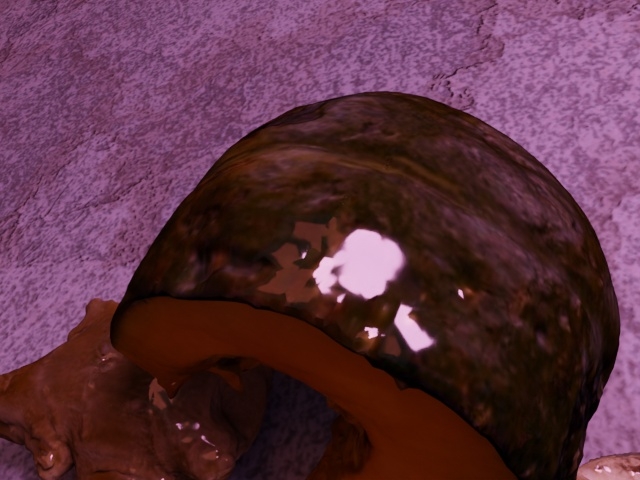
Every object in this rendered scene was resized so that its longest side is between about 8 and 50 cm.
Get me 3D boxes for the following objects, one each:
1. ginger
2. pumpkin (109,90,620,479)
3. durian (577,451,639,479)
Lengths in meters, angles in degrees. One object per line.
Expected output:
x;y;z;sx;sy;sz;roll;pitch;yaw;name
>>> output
-0.168;0.134;0.574;0.270;0.123;0.218;-22;50;10;ginger
0.045;0.052;0.455;0.256;0.303;0.225;-18;36;41;pumpkin
0.222;0.169;0.443;0.130;0.052;0.066;-5;12;16;durian
